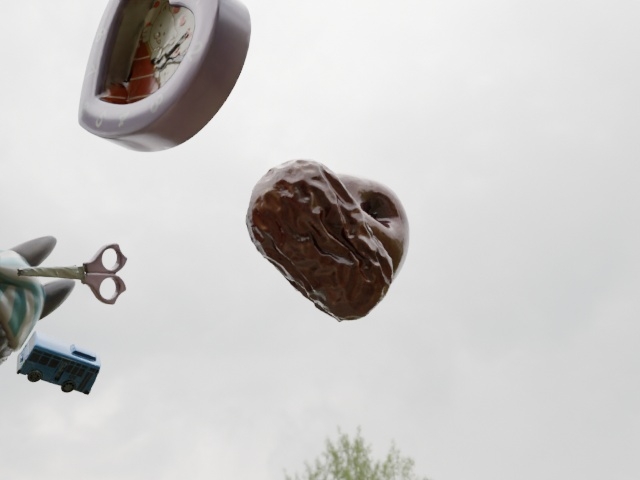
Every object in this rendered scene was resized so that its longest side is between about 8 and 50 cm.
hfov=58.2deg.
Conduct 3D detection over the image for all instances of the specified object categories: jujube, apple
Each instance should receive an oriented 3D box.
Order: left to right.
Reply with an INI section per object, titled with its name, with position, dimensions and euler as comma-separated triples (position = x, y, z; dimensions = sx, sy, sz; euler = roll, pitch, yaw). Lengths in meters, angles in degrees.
[jujube]
position = 0.000, 0.000, 0.784
dimensions = 0.155, 0.155, 0.230
euler = -42, -91, 26
[apple]
position = 0.052, -0.012, 1.204
dimensions = 0.306, 0.305, 0.235
euler = 25, -47, -20

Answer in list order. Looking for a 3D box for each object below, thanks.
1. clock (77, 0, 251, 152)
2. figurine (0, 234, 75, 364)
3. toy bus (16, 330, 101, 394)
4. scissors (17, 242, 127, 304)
[clock]
position = -0.126, -0.144, 0.466
dimensions = 0.172, 0.198, 0.064
euler = -44, -40, 22
[figurine]
position = -0.649, 0.065, 1.027
dimensions = 0.266, 0.377, 0.361
euler = 19, -50, 15
[toy bus]
position = -0.644, 0.306, 1.432
dimensions = 0.185, 0.090, 0.106
euler = 31, -87, -33
[scissors]
position = -0.404, 0.054, 0.950
dimensions = 0.021, 0.110, 0.212
euler = -1, -4, 30
